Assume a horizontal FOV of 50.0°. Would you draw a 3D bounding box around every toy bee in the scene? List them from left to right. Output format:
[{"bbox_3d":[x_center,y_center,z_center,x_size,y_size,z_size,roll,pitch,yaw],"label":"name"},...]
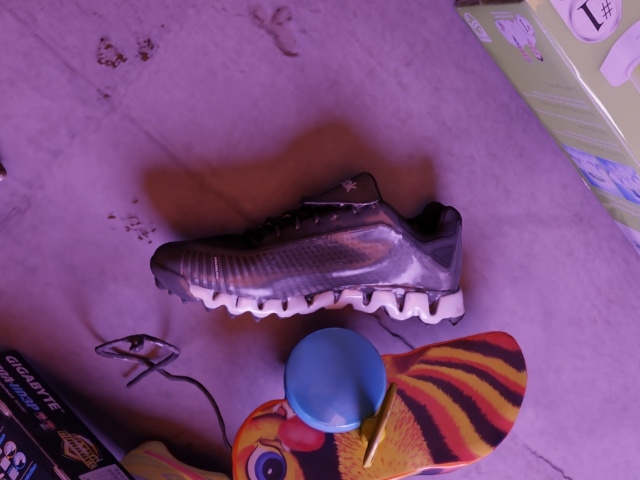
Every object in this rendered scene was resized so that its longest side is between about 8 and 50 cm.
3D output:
[{"bbox_3d":[0.002,0.154,0.495,0.298,0.195,0.162,-10,66,16],"label":"toy bee"}]

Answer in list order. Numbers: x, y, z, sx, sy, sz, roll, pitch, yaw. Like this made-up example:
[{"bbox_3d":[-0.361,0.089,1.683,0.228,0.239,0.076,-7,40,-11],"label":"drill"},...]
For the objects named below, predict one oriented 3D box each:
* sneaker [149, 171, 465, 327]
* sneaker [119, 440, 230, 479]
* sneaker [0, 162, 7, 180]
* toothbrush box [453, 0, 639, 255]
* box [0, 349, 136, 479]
[{"bbox_3d":[0.000,0.000,0.490,0.234,0.078,0.106,5,103,-15],"label":"sneaker"},{"bbox_3d":[-0.075,0.225,0.531,0.208,0.094,0.081,41,109,-9],"label":"sneaker"},{"bbox_3d":[-0.269,-0.066,0.438,0.067,0.042,0.118,-38,111,0],"label":"sneaker"},{"bbox_3d":[0.267,-0.124,0.471,0.206,0.122,0.283,-43,108,5],"label":"toothbrush box"},{"bbox_3d":[-0.233,0.217,0.477,0.175,0.051,0.220,37,100,22],"label":"box"}]
